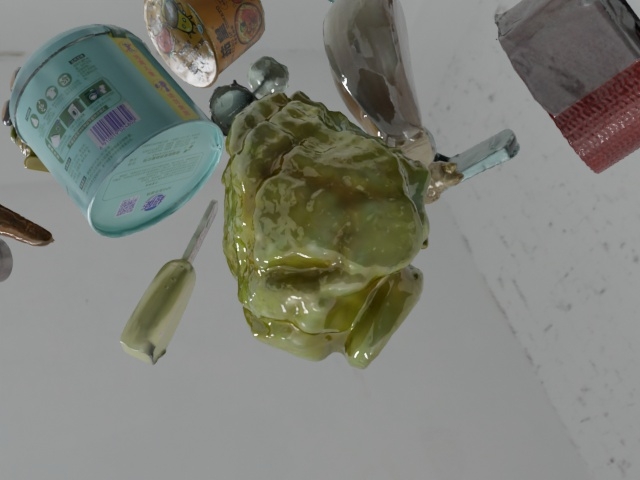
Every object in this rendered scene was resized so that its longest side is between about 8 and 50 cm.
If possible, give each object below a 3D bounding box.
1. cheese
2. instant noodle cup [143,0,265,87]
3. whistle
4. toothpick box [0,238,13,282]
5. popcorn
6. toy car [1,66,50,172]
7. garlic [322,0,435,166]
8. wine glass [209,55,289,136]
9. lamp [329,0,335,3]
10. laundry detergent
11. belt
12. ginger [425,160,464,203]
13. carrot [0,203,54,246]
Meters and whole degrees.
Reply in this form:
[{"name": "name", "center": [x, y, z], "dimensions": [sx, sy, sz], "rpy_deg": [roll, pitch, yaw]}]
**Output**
[{"name": "cheese", "center": [-0.198, 0.054, 0.976], "dimensions": [0.050, 0.127, 0.255], "rpy_deg": [22, -117, 3]}, {"name": "instant noodle cup", "center": [-0.228, -0.446, 1.426], "dimensions": [0.216, 0.216, 0.172], "rpy_deg": [39, -120, 15]}, {"name": "whistle", "center": [0.239, -0.163, 1.582], "dimensions": [0.404, 0.188, 0.168], "rpy_deg": [5, -154, 14]}, {"name": "toothpick box", "center": [-0.693, 0.047, 1.355], "dimensions": [0.098, 0.098, 0.149], "rpy_deg": [39, -160, 15]}, {"name": "popcorn", "center": [-0.011, -0.008, 0.836], "dimensions": [0.293, 0.292, 0.334], "rpy_deg": [36, -172, 4]}, {"name": "toy car", "center": [-0.554, -0.254, 1.466], "dimensions": [0.200, 0.248, 0.142], "rpy_deg": [6, -135, -33]}, {"name": "garlic", "center": [0.084, -0.255, 1.053], "dimensions": [0.132, 0.279, 0.325], "rpy_deg": [-16, -106, 4]}, {"name": "wine glass", "center": [-0.167, -0.364, 1.741], "dimensions": [0.156, 0.156, 0.232], "rpy_deg": [25, -141, 2]}, {"name": "lamp", "center": [0.089, -0.696, 1.828], "dimensions": [0.209, 0.284, 0.147], "rpy_deg": [-10, -134, 12]}, {"name": "laundry detergent", "center": [-0.377, -0.211, 1.259], "dimensions": [0.287, 0.287, 0.305], "rpy_deg": [-31, -108, -35]}, {"name": "belt", "center": [0.276, -0.182, 0.706], "dimensions": [0.128, 0.124, 0.201], "rpy_deg": [-8, -114, -60]}, {"name": "ginger", "center": [0.173, -0.119, 1.358], "dimensions": [0.213, 0.137, 0.074], "rpy_deg": [9, -122, 14]}, {"name": "carrot", "center": [-0.509, -0.036, 1.060], "dimensions": [0.209, 0.061, 0.061], "rpy_deg": [21, -132, -12]}]
